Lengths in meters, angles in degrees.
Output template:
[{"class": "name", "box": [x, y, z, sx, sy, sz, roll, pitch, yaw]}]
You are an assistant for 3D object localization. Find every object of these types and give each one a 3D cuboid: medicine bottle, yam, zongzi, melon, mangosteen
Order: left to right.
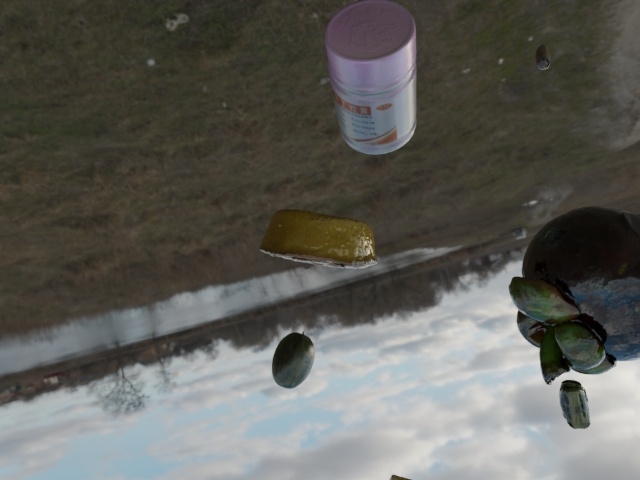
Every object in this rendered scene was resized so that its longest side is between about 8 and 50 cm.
[{"class": "melon", "box": [-0.074, 0.328, 1.553, 0.114, 0.167, 0.114, 21, 168, 5]}, {"class": "medicine bottle", "box": [0.126, -0.374, 1.320, 0.202, 0.202, 0.315, -13, 149, 2]}, {"class": "yam", "box": [0.717, -0.591, 1.802, 0.046, 0.046, 0.264, -16, -161, 28]}, {"class": "zongzi", "box": [0.495, 0.295, 1.097, 0.052, 0.104, 0.113, -6, -157, 23]}, {"class": "mangosteen", "box": [0.498, 0.088, 0.999, 0.311, 0.311, 0.311, -13, 175, -1]}]

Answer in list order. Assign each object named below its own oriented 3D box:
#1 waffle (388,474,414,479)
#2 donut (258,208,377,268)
[{"class": "waffle", "box": [0.314, 0.894, 2.035, 0.135, 0.021, 0.092, 16, 133, 2]}, {"class": "donut", "box": [0.001, 0.000, 1.232, 0.278, 0.108, 0.277, 10, 177, 1]}]
